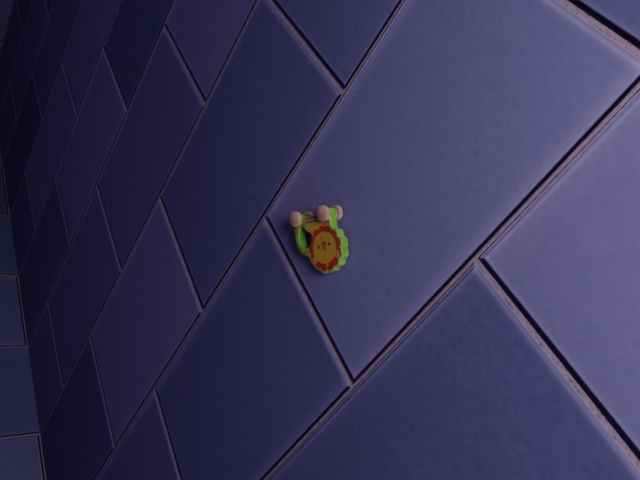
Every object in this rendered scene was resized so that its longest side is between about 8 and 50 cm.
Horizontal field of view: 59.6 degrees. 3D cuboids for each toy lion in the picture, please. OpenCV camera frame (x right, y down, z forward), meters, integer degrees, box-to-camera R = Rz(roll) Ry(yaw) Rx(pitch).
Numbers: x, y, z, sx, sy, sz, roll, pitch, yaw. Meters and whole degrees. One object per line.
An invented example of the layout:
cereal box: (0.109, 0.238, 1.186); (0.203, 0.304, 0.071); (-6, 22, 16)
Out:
toy lion: (0.000, 0.000, 0.801); (0.100, 0.034, 0.096); (-8, 86, 48)
